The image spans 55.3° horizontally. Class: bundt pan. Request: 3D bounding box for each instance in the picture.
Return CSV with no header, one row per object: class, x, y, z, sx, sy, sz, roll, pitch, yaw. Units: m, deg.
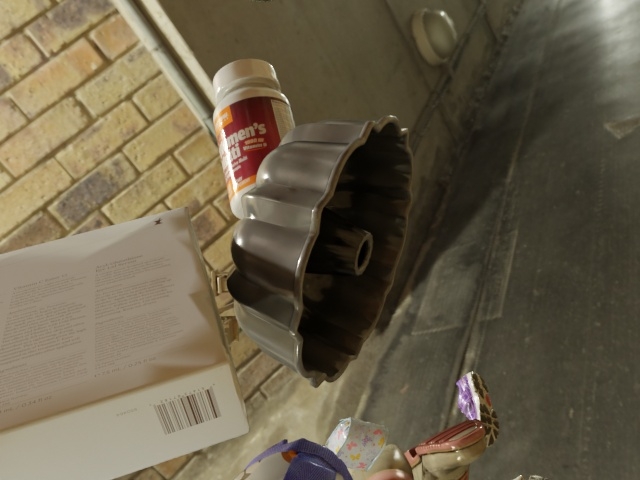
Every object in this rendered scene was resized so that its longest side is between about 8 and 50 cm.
bundt pan,0.000,0.000,0.749,0.124,0.331,0.331,17,49,23

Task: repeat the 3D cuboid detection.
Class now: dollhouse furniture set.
dollhouse furniture set,-0.235,0.145,1.242,0.101,0.161,0.182,-3,1,2

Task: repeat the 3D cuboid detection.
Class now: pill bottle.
pill bottle,-0.092,-0.148,0.904,0.121,0.121,0.221,-25,68,26

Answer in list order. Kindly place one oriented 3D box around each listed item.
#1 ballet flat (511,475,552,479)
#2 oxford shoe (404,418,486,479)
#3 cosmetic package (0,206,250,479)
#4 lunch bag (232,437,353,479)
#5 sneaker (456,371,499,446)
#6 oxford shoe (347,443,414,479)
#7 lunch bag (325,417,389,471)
ballet flat,0.429,0.509,1.267,0.114,0.041,0.041,-15,30,30
oxford shoe,0.246,0.421,1.129,0.122,0.130,0.348,-20,-23,-13
cosmetic package,-0.282,0.111,0.577,0.377,0.098,0.284,-15,35,-11
lunch bag,-0.072,0.400,0.481,0.238,0.386,0.328,13,27,10
sneaker,0.345,0.380,1.358,0.071,0.068,0.170,-40,37,34
oxford shoe,0.010,0.525,1.150,0.396,0.141,0.146,-30,16,9
lunch bag,0.057,0.308,0.938,0.053,0.071,0.083,-103,35,-56
